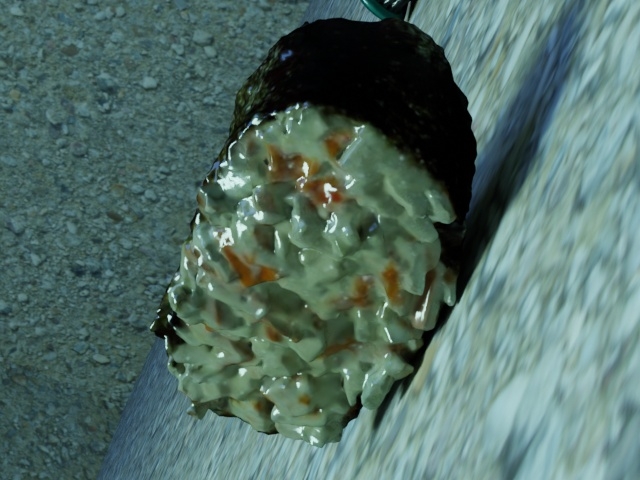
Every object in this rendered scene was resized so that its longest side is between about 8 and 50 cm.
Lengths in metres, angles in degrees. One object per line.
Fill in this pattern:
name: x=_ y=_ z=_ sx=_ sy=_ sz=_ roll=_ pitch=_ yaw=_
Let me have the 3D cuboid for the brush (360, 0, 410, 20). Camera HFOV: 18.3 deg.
brush: x=0.051 y=-0.186 z=1.295 sx=0.032 sy=0.043 sz=0.193 roll=-44 pitch=12 yaw=23

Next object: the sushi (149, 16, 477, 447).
sushi: x=0.000 y=0.000 z=0.648 sx=0.078 sy=0.090 sz=0.150 roll=-66 pitch=2 yaw=-47
